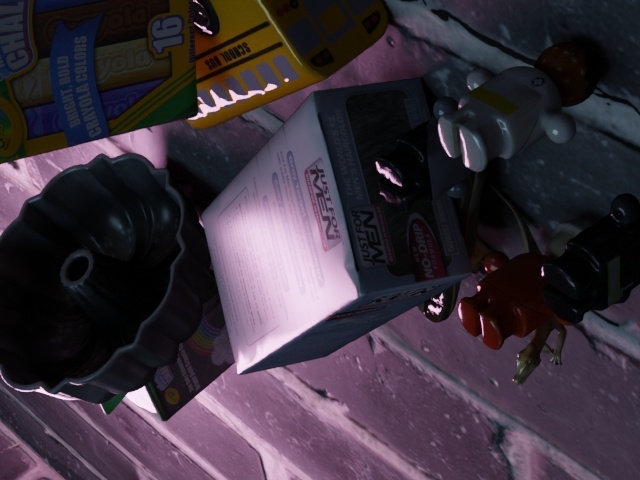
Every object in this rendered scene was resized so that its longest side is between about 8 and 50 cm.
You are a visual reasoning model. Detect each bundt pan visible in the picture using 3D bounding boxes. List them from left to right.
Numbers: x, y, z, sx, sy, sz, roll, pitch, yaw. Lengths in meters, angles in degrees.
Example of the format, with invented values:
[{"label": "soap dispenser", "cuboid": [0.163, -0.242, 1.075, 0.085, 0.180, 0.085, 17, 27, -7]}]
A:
[{"label": "bundt pan", "cuboid": [-0.270, 0.060, 1.763, 0.331, 0.331, 0.124, 27, 170, 41]}]

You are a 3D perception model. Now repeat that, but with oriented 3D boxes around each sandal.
[{"label": "sandal", "cuboid": [0.125, -0.010, 1.282, 0.090, 0.060, 0.219, -121, 31, -43]}]

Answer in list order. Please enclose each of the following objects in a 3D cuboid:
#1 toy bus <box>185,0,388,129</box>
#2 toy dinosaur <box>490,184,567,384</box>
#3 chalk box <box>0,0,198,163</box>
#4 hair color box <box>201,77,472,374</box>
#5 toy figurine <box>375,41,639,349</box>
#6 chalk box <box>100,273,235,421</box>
[{"label": "toy bus", "cuboid": [-0.079, -0.193, 1.317, 0.130, 0.108, 0.332, 55, 154, -12]}, {"label": "toy dinosaur", "cuboid": [0.192, 0.041, 1.219, 0.053, 0.183, 0.092, -15, 151, 26]}, {"label": "chalk box", "cuboid": [-0.273, -0.185, 1.207, 0.180, 0.289, 0.179, 39, 136, 46]}, {"label": "hair color box", "cuboid": [0.000, 0.000, 1.358, 0.374, 0.113, 0.185, 141, 117, -65]}, {"label": "toy figurine", "cuboid": [0.168, -0.038, 1.084, 0.209, 0.148, 0.213, 57, 157, 2]}, {"label": "chalk box", "cuboid": [-0.224, 0.141, 1.877, 0.132, 0.213, 0.132, 27, 145, 41]}]
